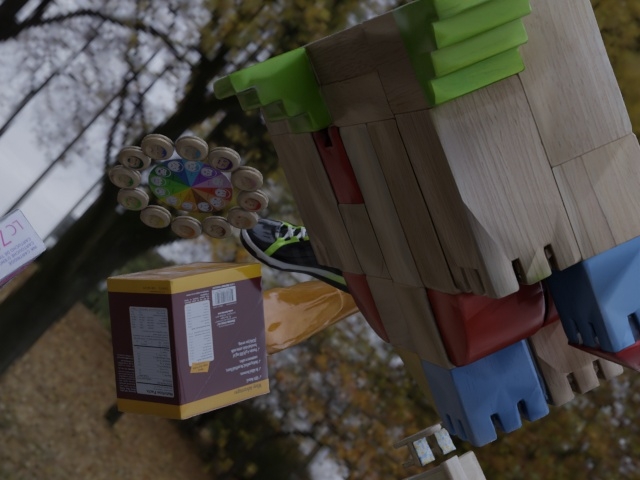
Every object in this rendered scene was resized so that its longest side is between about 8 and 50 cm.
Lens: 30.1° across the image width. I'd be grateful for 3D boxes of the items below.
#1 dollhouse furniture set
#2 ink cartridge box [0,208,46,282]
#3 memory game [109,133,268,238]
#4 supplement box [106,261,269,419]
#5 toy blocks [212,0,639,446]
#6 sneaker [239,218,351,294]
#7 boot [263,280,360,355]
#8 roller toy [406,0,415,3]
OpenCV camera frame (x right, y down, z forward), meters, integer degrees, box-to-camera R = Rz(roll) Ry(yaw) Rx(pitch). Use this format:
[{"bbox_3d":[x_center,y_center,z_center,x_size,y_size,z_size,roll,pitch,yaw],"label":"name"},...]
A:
[{"bbox_3d":[0.231,0.418,2.026,0.161,0.242,0.212,-30,-100,34],"label":"dollhouse furniture set"},{"bbox_3d":[-0.435,0.082,1.293,0.311,0.186,0.065,-28,-82,50],"label":"ink cartridge box"},{"bbox_3d":[-0.150,-0.057,1.360,0.186,0.012,0.186,5,-36,4],"label":"memory game"},{"bbox_3d":[-0.186,0.138,1.708,0.129,0.194,0.191,1,6,38],"label":"supplement box"},{"bbox_3d":[0.079,-0.008,0.698,0.261,0.190,0.381,69,-15,-8],"label":"toy blocks"},{"bbox_3d":[0.000,0.000,1.757,0.234,0.084,0.097,19,-51,-5],"label":"sneaker"},{"bbox_3d":[-0.001,0.099,1.943,0.295,0.211,0.104,-18,87,-78],"label":"boot"},{"bbox_3d":[0.161,-0.388,1.452,0.191,0.146,0.209,48,-23,26],"label":"roller toy"}]
